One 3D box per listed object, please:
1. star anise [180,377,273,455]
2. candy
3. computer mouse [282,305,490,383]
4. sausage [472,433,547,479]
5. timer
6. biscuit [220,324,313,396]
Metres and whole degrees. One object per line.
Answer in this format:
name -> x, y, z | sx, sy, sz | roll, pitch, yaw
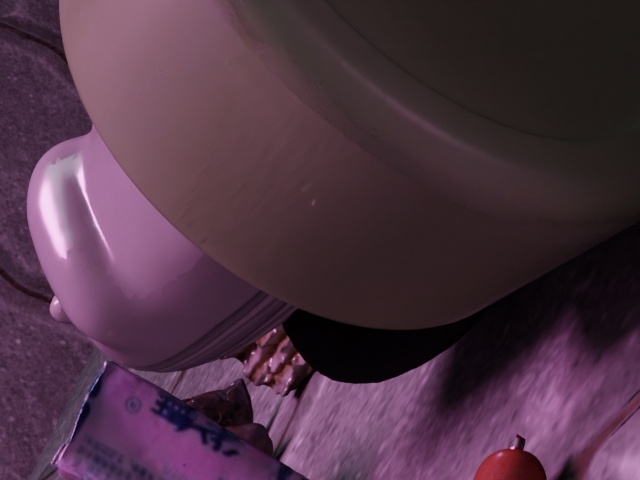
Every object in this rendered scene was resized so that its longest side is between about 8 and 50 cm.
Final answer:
star anise -> -0.138, 0.213, 1.273 | 0.282, 0.129, 0.212 | -55, 12, -26
candy -> -0.070, 0.139, 1.003 | 0.073, 0.160, 0.092 | -59, 2, -15
computer mouse -> 0.060, -0.035, 0.972 | 0.147, 0.088, 0.264 | -2, 67, 37
sausage -> 0.041, 0.179, 0.656 | 0.034, 0.034, 0.253 | -46, 16, 56
timer -> -0.026, -0.050, 0.842 | 0.315, 0.291, 0.291 | -45, 17, 40
biscuit -> 0.000, 0.000, 1.335 | 0.106, 0.070, 0.252 | -52, 12, 45
